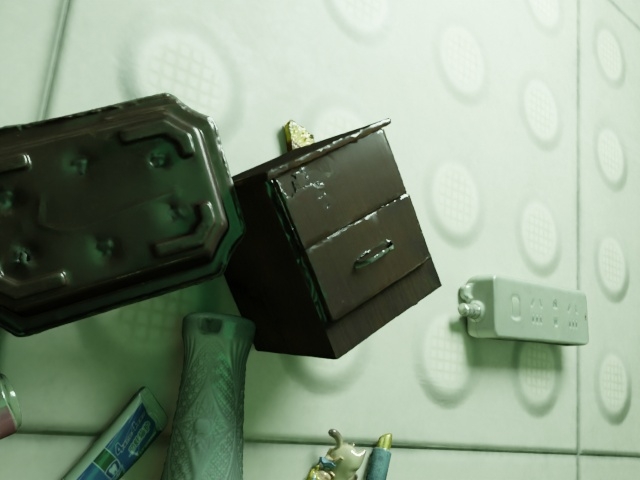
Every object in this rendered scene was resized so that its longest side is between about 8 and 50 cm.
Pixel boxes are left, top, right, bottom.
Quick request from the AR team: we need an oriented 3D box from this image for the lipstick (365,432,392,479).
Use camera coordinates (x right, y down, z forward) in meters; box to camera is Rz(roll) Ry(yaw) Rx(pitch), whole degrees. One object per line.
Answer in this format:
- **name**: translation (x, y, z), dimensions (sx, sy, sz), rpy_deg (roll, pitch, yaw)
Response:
- **lipstick**: translation (0.069, 0.297, 0.813), dimensions (0.037, 0.037, 0.116), rpy_deg (36, 56, -32)

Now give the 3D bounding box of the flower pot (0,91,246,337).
- **flower pot**: translation (-0.188, -0.026, 0.541), dimensions (0.251, 0.084, 0.179), rpy_deg (-17, 95, -17)

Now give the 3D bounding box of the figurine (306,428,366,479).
- **figurine**: translation (0.013, 0.269, 0.765), dimensions (0.050, 0.047, 0.083), rpy_deg (32, 70, -17)

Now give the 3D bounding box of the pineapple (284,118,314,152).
- **pineapple**: translation (-0.022, -0.109, 0.806), dimensions (0.045, 0.019, 0.083), rpy_deg (-10, 91, -36)

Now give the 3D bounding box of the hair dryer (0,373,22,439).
- **hair dryer**: translation (-0.313, 0.098, 0.509), dimensions (0.106, 0.054, 0.154), rpy_deg (-18, 85, -37)

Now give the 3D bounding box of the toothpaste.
- **toothpaste**: translation (-0.211, 0.219, 0.580), dimensions (0.197, 0.035, 0.057), rpy_deg (-49, 130, -36)

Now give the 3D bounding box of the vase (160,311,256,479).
- **vase**: translation (-0.110, 0.183, 0.637), dimensions (0.096, 0.096, 0.219), rpy_deg (17, 70, -38)

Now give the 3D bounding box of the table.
- **table**: translation (0.000, 0.000, 0.696), dimensions (0.169, 0.172, 0.193), rpy_deg (-29, 103, -34)

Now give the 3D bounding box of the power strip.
- **power strip**: translation (0.338, 0.118, 1.058), dimensions (0.338, 0.058, 0.098), rpy_deg (11, 77, -39)
